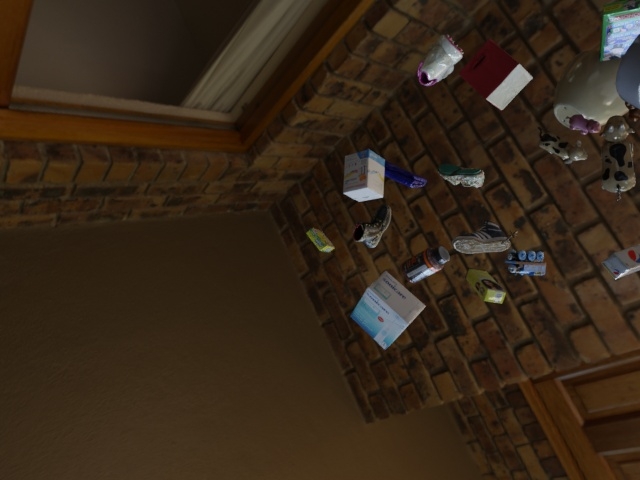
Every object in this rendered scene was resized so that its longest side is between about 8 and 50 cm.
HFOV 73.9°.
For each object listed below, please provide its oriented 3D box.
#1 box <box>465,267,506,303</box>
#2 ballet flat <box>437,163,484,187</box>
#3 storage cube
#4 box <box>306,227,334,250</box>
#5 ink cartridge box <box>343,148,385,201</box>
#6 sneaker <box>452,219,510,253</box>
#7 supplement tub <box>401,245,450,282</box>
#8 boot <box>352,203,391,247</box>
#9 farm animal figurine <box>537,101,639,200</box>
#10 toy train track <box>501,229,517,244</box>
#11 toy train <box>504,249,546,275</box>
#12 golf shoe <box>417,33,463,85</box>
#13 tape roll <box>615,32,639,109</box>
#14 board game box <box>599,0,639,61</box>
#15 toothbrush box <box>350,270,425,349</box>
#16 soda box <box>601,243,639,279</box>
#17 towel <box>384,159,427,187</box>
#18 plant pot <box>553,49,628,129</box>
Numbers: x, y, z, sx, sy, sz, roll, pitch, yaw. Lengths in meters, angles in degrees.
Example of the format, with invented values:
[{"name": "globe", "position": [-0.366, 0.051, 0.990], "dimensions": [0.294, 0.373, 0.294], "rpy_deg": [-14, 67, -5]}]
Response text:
[{"name": "box", "position": [0.725, 0.195, 1.880], "dimensions": [0.088, 0.058, 0.232], "rpy_deg": [9, -161, -6]}, {"name": "ballet flat", "position": [0.575, -0.262, 1.757], "dimensions": [0.091, 0.241, 0.077], "rpy_deg": [-30, -64, -14]}, {"name": "storage cube", "position": [0.763, -0.716, 1.850], "dimensions": [0.215, 0.183, 0.193], "rpy_deg": [5, -135, -47]}, {"name": "box", "position": [0.000, 0.000, 1.863], "dimensions": [0.105, 0.043, 0.179], "rpy_deg": [52, -173, 13]}, {"name": "ink cartridge box", "position": [0.245, -0.360, 2.395], "dimensions": [0.168, 0.171, 0.232], "rpy_deg": [20, -111, -47]}, {"name": "sneaker", "position": [0.767, -0.021, 2.084], "dimensions": [0.283, 0.099, 0.153], "rpy_deg": [1, -136, -5]}, {"name": "supplement tub", "position": [0.443, 0.097, 1.786], "dimensions": [0.106, 0.198, 0.106], "rpy_deg": [24, -132, -30]}, {"name": "boot", "position": [0.256, -0.082, 2.103], "dimensions": [0.085, 0.236, 0.179], "rpy_deg": [27, -173, 34]}, {"name": "farm animal figurine", "position": [0.886, -0.286, 1.320], "dimensions": [0.172, 0.330, 0.326], "rpy_deg": [4, -112, -54]}, {"name": "toy train track", "position": [0.791, -0.011, 1.775], "dimensions": [0.014, 0.083, 0.048], "rpy_deg": [29, -147, -18]}, {"name": "toy train", "position": [0.863, 0.094, 1.788], "dimensions": [0.184, 0.080, 0.105], "rpy_deg": [3, -90, -21]}, {"name": "golf shoe", "position": [0.369, -0.573, 1.403], "dimensions": [0.115, 0.140, 0.306], "rpy_deg": [44, -168, 1]}, {"name": "tape roll", "position": [0.777, -0.390, 0.930], "dimensions": [0.219, 0.219, 0.072], "rpy_deg": [24, -149, -31]}, {"name": "board game box", "position": [1.045, -0.663, 1.296], "dimensions": [0.213, 0.318, 0.046], "rpy_deg": [36, -119, -54]}, {"name": "toothbrush box", "position": [0.274, 0.298, 1.787], "dimensions": [0.216, 0.295, 0.126], "rpy_deg": [43, -123, 15]}, {"name": "soda box", "position": [1.093, 0.065, 1.481], "dimensions": [0.216, 0.069, 0.073], "rpy_deg": [-13, -122, -22]}, {"name": "towel", "position": [0.478, -0.415, 2.588], "dimensions": [0.308, 0.076, 0.228], "rpy_deg": [31, -155, 27]}, {"name": "plant pot", "position": [0.996, -0.527, 1.589], "dimensions": [0.284, 0.191, 0.284], "rpy_deg": [42, -179, -1]}]
